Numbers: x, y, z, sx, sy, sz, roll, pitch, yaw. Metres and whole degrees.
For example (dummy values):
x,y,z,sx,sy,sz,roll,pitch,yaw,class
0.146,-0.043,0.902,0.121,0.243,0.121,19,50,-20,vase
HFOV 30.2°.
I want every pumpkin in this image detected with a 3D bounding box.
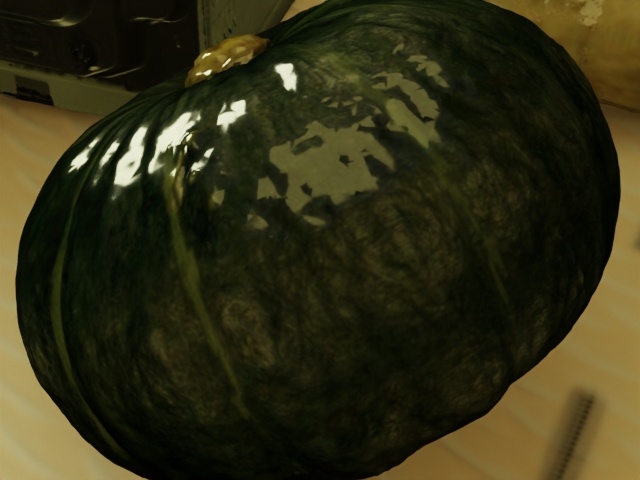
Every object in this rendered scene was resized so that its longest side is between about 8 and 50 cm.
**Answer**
x,y,z,sx,sy,sz,roll,pitch,yaw,class
-0.001,-0.001,0.417,0.211,0.152,0.211,-21,10,4,pumpkin

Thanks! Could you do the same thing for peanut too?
x,y,z,sx,sy,sz,roll,pitch,yaw,class
0.128,-0.096,0.571,0.187,0.082,0.082,0,42,5,peanut

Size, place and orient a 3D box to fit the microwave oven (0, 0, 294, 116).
x,y,z,sx,sy,sz,roll,pitch,yaw,class
-0.172,-0.199,0.592,0.295,0.237,0.181,13,45,12,microwave oven
